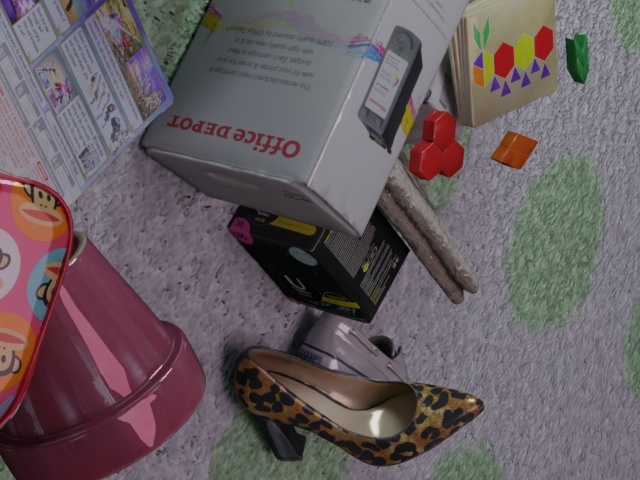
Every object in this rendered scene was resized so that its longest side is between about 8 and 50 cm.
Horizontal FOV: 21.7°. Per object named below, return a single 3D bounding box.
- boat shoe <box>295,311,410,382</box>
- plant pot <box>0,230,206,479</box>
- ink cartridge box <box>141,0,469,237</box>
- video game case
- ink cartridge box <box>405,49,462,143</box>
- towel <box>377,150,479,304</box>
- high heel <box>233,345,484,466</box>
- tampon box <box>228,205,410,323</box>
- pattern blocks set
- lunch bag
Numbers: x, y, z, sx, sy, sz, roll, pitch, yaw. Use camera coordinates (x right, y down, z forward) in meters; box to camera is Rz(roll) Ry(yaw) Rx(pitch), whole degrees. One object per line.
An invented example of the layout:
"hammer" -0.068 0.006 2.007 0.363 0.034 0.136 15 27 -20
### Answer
"boat shoe" 0.069 0.157 2.012 0.258 0.095 0.084 37 76 -53
"plant pot" -0.232 0.099 1.529 0.201 0.201 0.180 -43 118 -36
"ink cartridge box" -0.009 -0.181 1.681 0.131 0.226 0.306 38 72 -50
"video game case" -0.266 -0.158 1.486 0.244 0.061 0.269 -49 136 -31
"ink cartridge box" 0.101 -0.217 1.912 0.191 0.082 0.139 42 52 -49
"towel" 0.089 -0.059 1.899 0.049 0.187 0.282 -33 139 6
"high heel" 0.040 0.168 1.858 0.186 0.261 0.093 66 18 -45
"tampon box" 0.000 0.000 1.843 0.101 0.120 0.161 -61 141 -19
"pattern blocks set" 0.211 -0.218 1.934 0.325 0.026 0.285 -16 113 -45
"lunch bag" -0.359 0.045 1.321 0.293 0.120 0.258 19 85 -32
